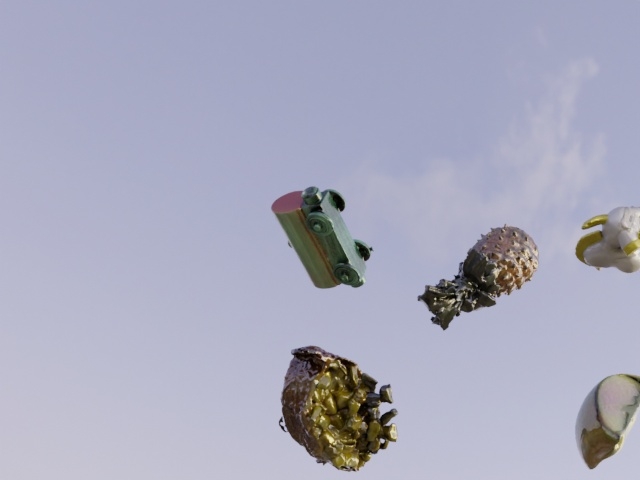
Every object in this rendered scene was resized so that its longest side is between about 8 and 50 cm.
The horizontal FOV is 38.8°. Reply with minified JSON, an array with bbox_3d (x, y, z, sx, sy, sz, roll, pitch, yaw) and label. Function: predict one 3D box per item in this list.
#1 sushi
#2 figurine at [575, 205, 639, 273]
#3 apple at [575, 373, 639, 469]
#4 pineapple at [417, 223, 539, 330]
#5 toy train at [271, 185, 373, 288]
[{"bbox_3d":[0.026,0.310,1.690,0.167,0.296,0.179,-17,16,-31],"label":"sushi"},{"bbox_3d":[0.548,0.006,1.705,0.130,0.109,0.178,9,-31,12],"label":"figurine"},{"bbox_3d":[0.634,0.408,2.048,0.120,0.265,0.193,35,-51,18],"label":"apple"},{"bbox_3d":[0.333,0.072,1.925,0.141,0.310,0.170,39,-41,29],"label":"pineapple"},{"bbox_3d":[0.000,0.000,2.084,0.177,0.116,0.285,-5,-50,32],"label":"toy train"}]
